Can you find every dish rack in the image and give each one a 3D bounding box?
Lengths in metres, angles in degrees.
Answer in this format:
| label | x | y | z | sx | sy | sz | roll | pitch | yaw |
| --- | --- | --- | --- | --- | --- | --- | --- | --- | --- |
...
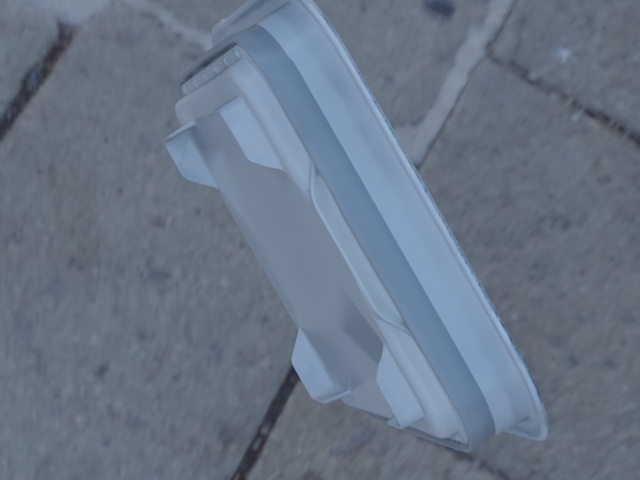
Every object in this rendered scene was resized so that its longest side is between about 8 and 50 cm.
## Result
| label | x | y | z | sx | sy | sz | roll | pitch | yaw |
| --- | --- | --- | --- | --- | --- | --- | --- | --- | --- |
| dish rack | 0.000 | 0.000 | 1.113 | 0.072 | 0.333 | 0.285 | -30 | 95 | -11 |
